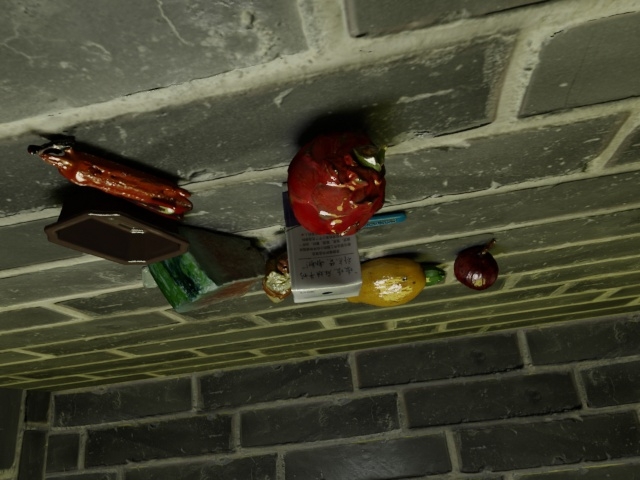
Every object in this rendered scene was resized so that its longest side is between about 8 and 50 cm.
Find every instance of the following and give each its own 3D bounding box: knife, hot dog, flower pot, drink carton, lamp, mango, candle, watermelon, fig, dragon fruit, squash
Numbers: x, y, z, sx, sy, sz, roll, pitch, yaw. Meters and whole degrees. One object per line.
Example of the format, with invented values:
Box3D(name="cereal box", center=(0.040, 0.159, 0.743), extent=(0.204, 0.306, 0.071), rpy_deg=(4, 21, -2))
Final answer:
Box3D(name="knife", center=(0.054, -0.036, 1.137), extent=(0.296, 0.026, 0.044), rpy_deg=(-7, 146, 3))
Box3D(name="hot dog", center=(-0.097, 0.086, 1.286), extent=(0.146, 0.103, 0.213), rpy_deg=(-44, 174, -24))
Box3D(name="flower pot", center=(-0.383, -0.032, 0.943), extent=(0.178, 0.084, 0.251), rpy_deg=(-16, 157, 21))
Box3D(name="drink carton", center=(0.001, 0.001, 0.945), extent=(0.134, 0.223, 0.102), rpy_deg=(-6, 158, -3))
Box3D(name="lamp", center=(-0.447, 0.112, 1.366), extent=(0.050, 0.056, 0.198), rpy_deg=(-7, 169, -3))
Box3D(name="mango", center=(0.183, 0.130, 1.432), extent=(0.261, 0.109, 0.157), rpy_deg=(-19, 123, 18))
Box3D(name="candle", center=(-0.338, -0.098, 0.823), extent=(0.084, 0.059, 0.301), rpy_deg=(-35, 148, 25))
Box3D(name="watermelon", center=(-0.266, 0.083, 1.170), extent=(0.301, 0.151, 0.264), rpy_deg=(7, 154, -30))
Box3D(name="fig", center=(0.465, 0.079, 1.412), extent=(0.128, 0.129, 0.150), rpy_deg=(9, 156, -35))
Box3D(name="dragon fruit", center=(0.027, -0.090, 0.801), extent=(0.172, 0.173, 0.209), rpy_deg=(-3, 156, -10))
Box3D(name="squash", center=(0.280, 0.115, 1.520), extent=(0.218, 0.068, 0.077), rpy_deg=(-6, 138, 0))
